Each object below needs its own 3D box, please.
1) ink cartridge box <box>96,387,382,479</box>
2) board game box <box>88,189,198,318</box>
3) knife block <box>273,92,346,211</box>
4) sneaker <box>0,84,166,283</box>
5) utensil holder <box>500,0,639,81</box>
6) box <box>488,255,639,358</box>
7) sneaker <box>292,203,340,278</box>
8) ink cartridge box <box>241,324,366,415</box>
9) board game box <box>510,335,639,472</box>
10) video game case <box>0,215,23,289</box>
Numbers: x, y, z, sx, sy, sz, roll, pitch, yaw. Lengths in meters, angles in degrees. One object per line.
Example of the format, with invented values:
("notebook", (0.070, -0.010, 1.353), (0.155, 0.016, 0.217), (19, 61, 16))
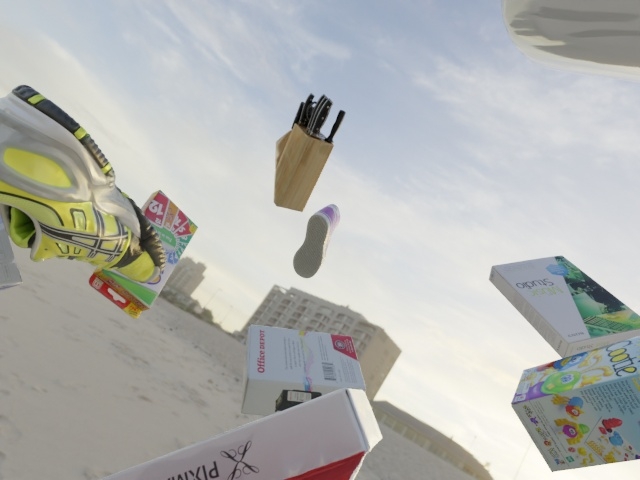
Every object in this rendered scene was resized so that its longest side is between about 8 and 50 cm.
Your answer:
("ink cartridge box", (-0.100, 0.215, 0.404), (0.261, 0.297, 0.066), (58, 11, -69))
("board game box", (-0.354, 0.023, 0.919), (0.039, 0.259, 0.124), (-15, -51, 34))
("knife block", (-0.027, -0.237, 1.184), (0.088, 0.275, 0.242), (11, -17, -33))
("sneaker", (-0.345, -0.031, 0.625), (0.145, 0.147, 0.384), (32, -23, 22))
("utensil holder", (0.482, -0.378, 0.604), (0.327, 0.328, 0.385), (45, 9, -26))
("box", (0.629, 0.156, 1.159), (0.322, 0.233, 0.058), (-114, -161, -55))
("sneaker", (0.001, 0.000, 1.564), (0.102, 0.161, 0.282), (30, -56, 9))
("ink cartridge box", (-0.032, 0.205, 0.697), (0.175, 0.072, 0.127), (9, 25, -11))
("board game box", (0.513, 0.283, 0.789), (0.275, 0.142, 0.144), (-33, -95, 36))
("video game case", (-0.586, -0.027, 0.602), (0.061, 0.270, 0.244), (-16, -91, 28))
